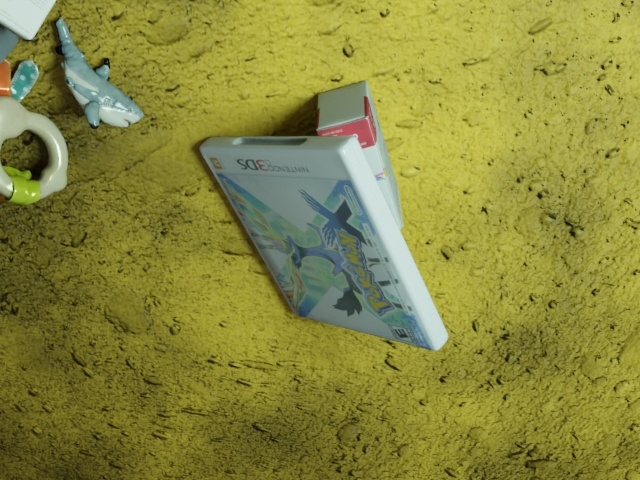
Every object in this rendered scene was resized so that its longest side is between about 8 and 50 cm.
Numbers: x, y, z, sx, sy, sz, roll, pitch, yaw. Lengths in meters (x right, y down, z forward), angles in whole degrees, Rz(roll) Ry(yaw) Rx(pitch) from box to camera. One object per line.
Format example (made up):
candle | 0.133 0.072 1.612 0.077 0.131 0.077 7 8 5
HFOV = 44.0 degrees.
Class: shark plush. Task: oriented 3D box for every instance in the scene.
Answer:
shark plush | -0.311 -0.224 1.081 0.067 0.073 0.161 -30 97 -3

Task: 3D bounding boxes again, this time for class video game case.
video game case | 0.000 0.000 1.096 0.300 0.036 0.329 8 135 48

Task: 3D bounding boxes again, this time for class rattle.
rattle | -0.443 -0.155 1.119 0.130 0.142 0.200 -26 111 -23

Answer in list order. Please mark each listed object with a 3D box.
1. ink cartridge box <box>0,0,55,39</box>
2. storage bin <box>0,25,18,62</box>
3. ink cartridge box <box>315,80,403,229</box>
ink cartridge box | -0.356 -0.373 0.909 0.181 0.056 0.225 33 86 -50
storage bin | -0.458 -0.274 1.014 0.135 0.098 0.091 -1 139 24
ink cartridge box | 0.054 -0.108 1.079 0.072 0.127 0.175 -14 121 10
